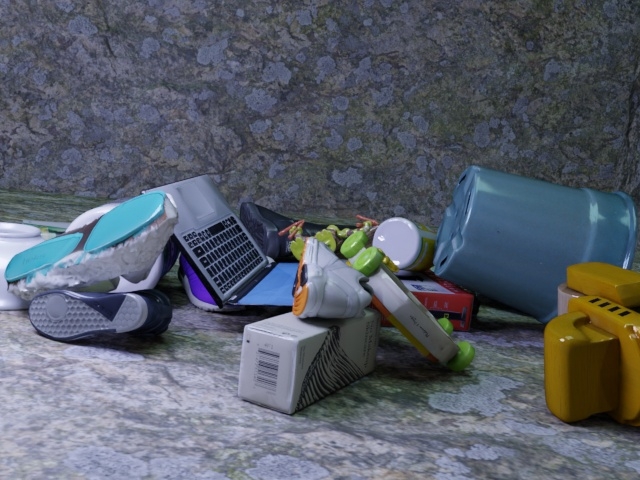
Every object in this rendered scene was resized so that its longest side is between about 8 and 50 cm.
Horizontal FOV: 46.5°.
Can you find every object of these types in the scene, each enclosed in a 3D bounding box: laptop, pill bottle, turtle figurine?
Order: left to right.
[{"bbox_3d":[-0.414,0.009,1.615,0.204,0.204,0.361,6,9,-3],"label":"pill bottle"},{"bbox_3d":[-0.095,-0.014,1.519,0.236,0.408,0.382,-34,3,13],"label":"laptop"},{"bbox_3d":[0.000,0.000,1.837,0.269,0.087,0.217,-3,10,17],"label":"turtle figurine"},{"bbox_3d":[0.214,0.014,1.742,0.117,0.118,0.208,11,0,29],"label":"pill bottle"}]

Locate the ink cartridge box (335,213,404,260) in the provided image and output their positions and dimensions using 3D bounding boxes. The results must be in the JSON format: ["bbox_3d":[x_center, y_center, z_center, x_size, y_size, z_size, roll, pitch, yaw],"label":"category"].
[{"bbox_3d":[0.121,0.022,1.977,0.234,0.088,0.193,-28,0,15],"label":"ink cartridge box"}]

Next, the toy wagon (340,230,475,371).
[{"bbox_3d":[0.142,0.099,1.358,0.267,0.068,0.344,45,4,-16],"label":"toy wagon"}]

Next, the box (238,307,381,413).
[{"bbox_3d":[-0.008,0.168,1.137,0.094,0.113,0.275,11,10,28],"label":"box"}]

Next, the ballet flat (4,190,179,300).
[{"bbox_3d":[-0.375,0.027,1.299,0.408,0.147,0.147,-17,-5,30],"label":"ballet flat"}]

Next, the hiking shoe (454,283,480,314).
[{"bbox_3d":[0.334,0.111,1.807,0.086,0.114,0.227,5,8,-5],"label":"hiking shoe"}]

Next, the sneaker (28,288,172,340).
[{"bbox_3d":[-0.365,0.125,1.279,0.226,0.086,0.163,0,-3,17],"label":"sneaker"}]

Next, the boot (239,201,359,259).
[{"bbox_3d":[-0.007,-0.023,2.358,0.445,0.146,0.367,-1,20,-22],"label":"boot"}]

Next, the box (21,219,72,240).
[{"bbox_3d":[-0.658,-0.006,2.063,0.321,0.059,0.232,2,9,-23],"label":"box"}]

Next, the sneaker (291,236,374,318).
[{"bbox_3d":[0.021,0.070,1.186,0.121,0.099,0.262,14,15,-5],"label":"sneaker"}]

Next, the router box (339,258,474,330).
[{"bbox_3d":[0.149,0.119,1.718,0.301,0.082,0.335,5,8,-11],"label":"router box"}]

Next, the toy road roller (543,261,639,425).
[{"bbox_3d":[0.440,0.171,1.188,0.240,0.203,0.329,-7,12,-13],"label":"toy road roller"}]

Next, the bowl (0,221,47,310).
[{"bbox_3d":[-0.634,0.039,1.482,0.297,0.134,0.298,6,7,-1],"label":"bowl"}]

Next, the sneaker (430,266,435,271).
[{"bbox_3d":[0.283,0.092,1.980,0.275,0.107,0.110,3,18,-23],"label":"sneaker"}]

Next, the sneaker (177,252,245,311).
[{"bbox_3d":[-0.239,0.049,1.609,0.102,0.146,0.293,1,18,-30],"label":"sneaker"}]

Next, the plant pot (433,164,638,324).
[{"bbox_3d":[0.440,0.006,1.609,0.334,0.341,0.341,17,7,-3],"label":"plant pot"}]

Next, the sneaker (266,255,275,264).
[{"bbox_3d":[-0.212,0.081,1.794,0.212,0.080,0.094,-1,20,0],"label":"sneaker"}]
